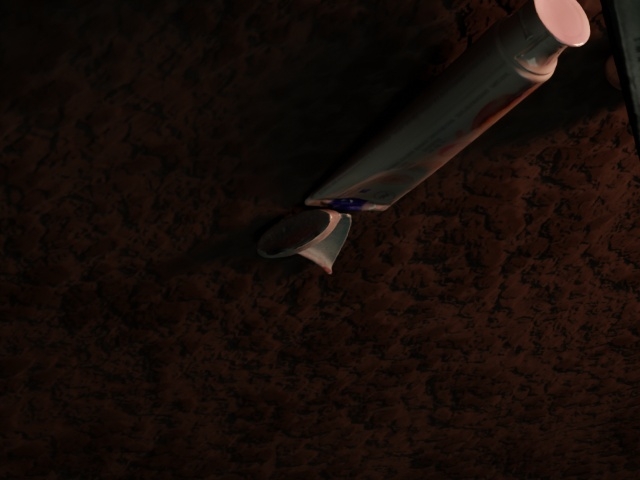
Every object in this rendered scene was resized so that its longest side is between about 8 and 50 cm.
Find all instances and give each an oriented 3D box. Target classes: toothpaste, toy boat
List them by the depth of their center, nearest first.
[{"bbox_3d":[0.109,-0.106,1.454,0.100,0.066,0.323,2,150,-37],"label":"toothpaste"},{"bbox_3d":[0.000,0.000,1.593,0.096,0.034,0.122,-24,162,18],"label":"toy boat"}]

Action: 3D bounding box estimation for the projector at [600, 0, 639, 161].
[{"bbox_3d":[0.373,-0.250,1.091,0.405,0.242,0.395,-14,136,10],"label":"projector"}]

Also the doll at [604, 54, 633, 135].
[{"bbox_3d":[0.326,-0.139,1.539,0.152,0.085,0.114,26,114,-42],"label":"doll"}]
